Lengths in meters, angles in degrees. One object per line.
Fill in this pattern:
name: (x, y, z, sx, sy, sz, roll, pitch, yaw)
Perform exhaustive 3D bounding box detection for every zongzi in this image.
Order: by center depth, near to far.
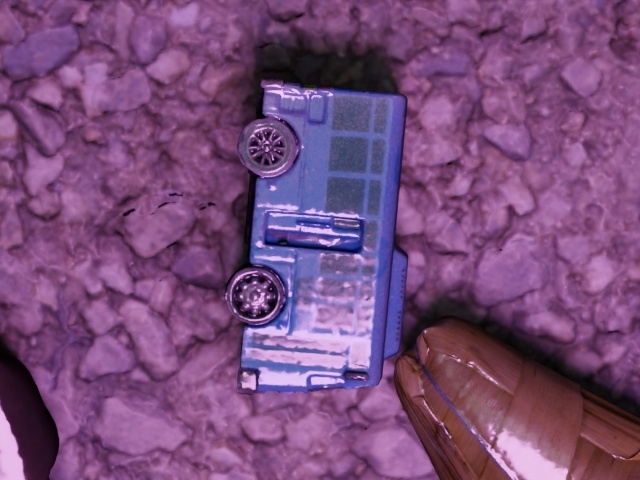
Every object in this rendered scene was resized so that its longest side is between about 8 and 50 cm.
zongzi: (0.123, 0.205, 1.425, 0.228, 0.115, 0.256, 30, 105, 2)

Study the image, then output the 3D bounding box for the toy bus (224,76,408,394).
toy bus: (0.000, 0.000, 1.403, 0.133, 0.116, 0.234, 5, 93, -1)

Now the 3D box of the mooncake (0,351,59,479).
mooncake: (-0.336, 0.178, 1.422, 0.283, 0.141, 0.283, -1, 97, -6)
